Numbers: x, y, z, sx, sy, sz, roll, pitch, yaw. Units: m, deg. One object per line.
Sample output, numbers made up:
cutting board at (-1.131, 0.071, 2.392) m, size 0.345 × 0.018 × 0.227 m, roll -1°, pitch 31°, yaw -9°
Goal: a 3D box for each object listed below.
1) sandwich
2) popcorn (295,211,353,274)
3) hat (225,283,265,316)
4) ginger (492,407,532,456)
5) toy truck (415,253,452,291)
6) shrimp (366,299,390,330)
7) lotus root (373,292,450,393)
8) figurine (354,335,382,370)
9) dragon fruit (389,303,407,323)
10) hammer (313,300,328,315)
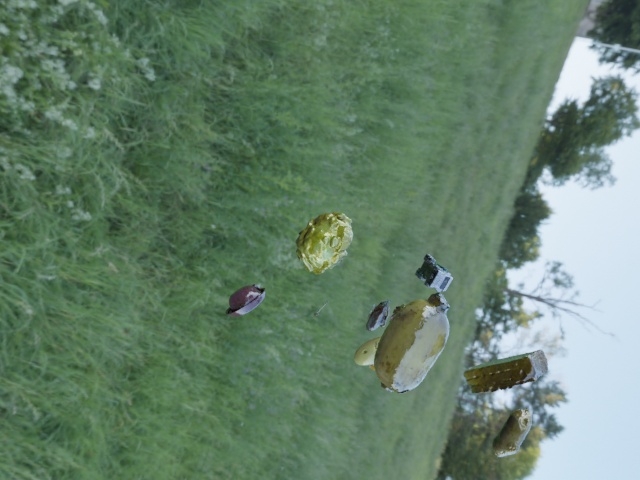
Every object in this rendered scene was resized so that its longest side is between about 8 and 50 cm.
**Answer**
sandwich at (0.495, 0.347, 1.251) m, size 0.215 × 0.186 × 0.065 m, roll 7°, pitch 64°, yaw -53°
popcorn at (0.000, 0.000, 1.754) m, size 0.266 × 0.192 × 0.233 m, roll -26°, pitch -143°, yaw 49°
hat at (-0.326, 0.246, 2.010) m, size 0.089 × 0.205 × 0.205 m, roll 59°, pitch 19°, yaw -11°
ginger at (0.613, 0.620, 1.512) m, size 0.190 × 0.069 × 0.095 m, roll -62°, pitch 161°, yaw 8°
toy truck at (0.511, 0.148, 2.097) m, size 0.110 × 0.116 × 0.216 m, roll -64°, pitch -169°, yaw 12°
shrimp at (0.234, 0.296, 1.880) m, size 0.073 × 0.075 × 0.190 m, roll -67°, pitch 178°, yaw -54°
lotus root at (0.242, 0.261, 1.232) m, size 0.284 × 0.146 × 0.160 m, roll -57°, pitch 155°, yaw 1°
figurine at (0.295, 0.517, 2.166) m, size 0.124 × 0.325 × 0.222 m, roll 65°, pitch -31°, yaw 34°
dragon fruit at (0.467, 0.433, 2.435) m, size 0.147 × 0.211 × 0.282 m, roll -39°, pitch 115°, yaw -47°
hammer at (0.006, 0.336, 2.338) m, size 0.123 × 0.029 × 0.014 m, roll -41°, pitch 126°, yaw -49°
